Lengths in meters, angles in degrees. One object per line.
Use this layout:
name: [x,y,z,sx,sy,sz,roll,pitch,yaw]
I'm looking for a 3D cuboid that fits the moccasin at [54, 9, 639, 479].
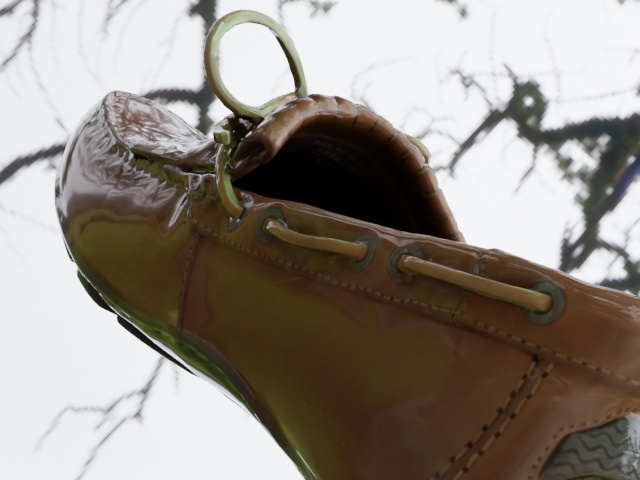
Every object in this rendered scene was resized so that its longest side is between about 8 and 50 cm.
moccasin: [-0.003,-0.001,0.599,0.139,0.147,0.380,21,7,-28]
